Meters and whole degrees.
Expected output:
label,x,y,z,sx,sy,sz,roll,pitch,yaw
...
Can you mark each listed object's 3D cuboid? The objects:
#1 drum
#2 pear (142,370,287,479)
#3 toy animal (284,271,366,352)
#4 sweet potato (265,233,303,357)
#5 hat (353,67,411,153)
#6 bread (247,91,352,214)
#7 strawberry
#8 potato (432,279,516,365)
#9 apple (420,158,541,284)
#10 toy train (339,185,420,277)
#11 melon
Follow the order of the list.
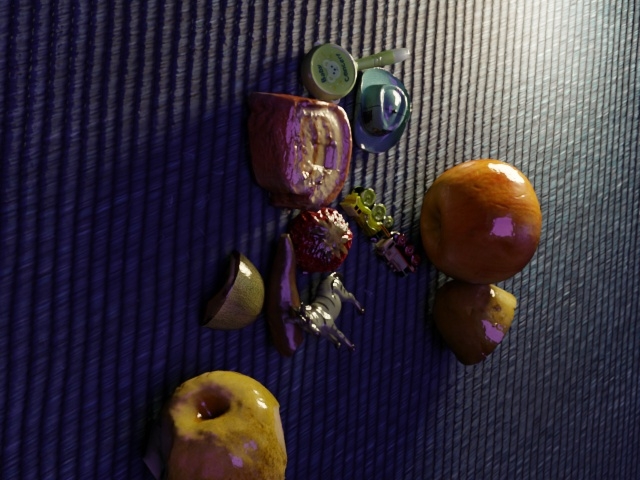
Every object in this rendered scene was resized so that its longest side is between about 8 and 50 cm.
label,x,y,z,sx,sy,sz,roll,pitch,yaw
drum,0.066,-0.382,1.585,0.253,0.049,0.130,-37,101,-24
pear,-0.173,0.373,1.352,0.271,0.271,0.271,-2,94,-36
toy animal,0.010,0.138,1.531,0.176,0.073,0.217,50,37,-31
sweet potato,-0.075,0.109,1.516,0.077,0.077,0.244,-6,92,-36
hat,0.140,-0.285,1.644,0.138,0.078,0.191,13,84,-32
bread,-0.039,-0.171,1.494,0.190,0.123,0.244,-7,98,-37
strawberry,0.000,0.000,1.555,0.145,0.086,0.145,-2,93,-38
potato,0.336,0.168,1.773,0.158,0.178,0.203,36,85,-15
apple,0.352,-0.039,1.704,0.233,0.286,0.286,1,92,-20
toy train,0.139,-0.014,1.678,0.085,0.053,0.250,-48,119,-15
melon,-0.149,0.107,1.453,0.128,0.079,0.160,30,75,-32
